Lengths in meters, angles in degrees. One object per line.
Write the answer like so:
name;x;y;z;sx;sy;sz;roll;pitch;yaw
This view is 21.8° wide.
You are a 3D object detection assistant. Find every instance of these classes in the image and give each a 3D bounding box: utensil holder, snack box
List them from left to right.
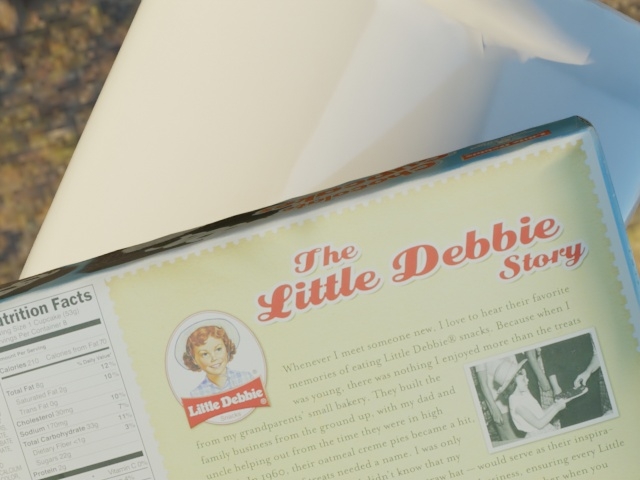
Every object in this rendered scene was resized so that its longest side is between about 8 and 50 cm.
snack box;-0.014;0.080;0.719;0.322;0.187;0.060;-16;-172;5
utensil holder;0.000;0.000;0.994;0.385;0.327;0.327;-64;156;9
